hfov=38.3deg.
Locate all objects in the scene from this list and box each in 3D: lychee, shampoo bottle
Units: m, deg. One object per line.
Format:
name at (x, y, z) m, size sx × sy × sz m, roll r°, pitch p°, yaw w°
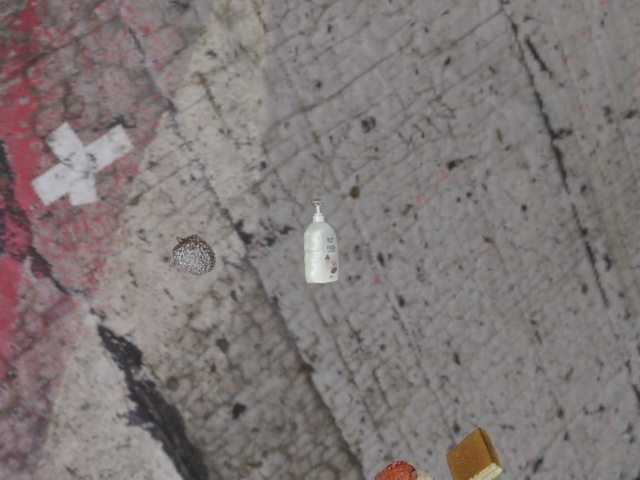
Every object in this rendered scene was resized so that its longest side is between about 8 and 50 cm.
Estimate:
lychee at (-0.213, 0.023, 1.553) m, size 0.068 × 0.083 × 0.067 m, roll -49°, pitch 167°, yaw 23°
shampoo bottle at (0.000, 0.000, 1.670) m, size 0.077 × 0.045 × 0.152 m, roll -4°, pitch 90°, yaw -54°

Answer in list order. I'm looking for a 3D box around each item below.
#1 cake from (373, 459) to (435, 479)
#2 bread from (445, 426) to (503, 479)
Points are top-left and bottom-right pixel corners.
cake at (0.190, 0.561, 1.904) m, size 0.086 × 0.220 × 0.117 m, roll 27°, pitch 120°, yaw -29°
bread at (0.269, 0.390, 1.623) m, size 0.035 × 0.094 × 0.090 m, roll 39°, pitch 109°, yaw -26°
